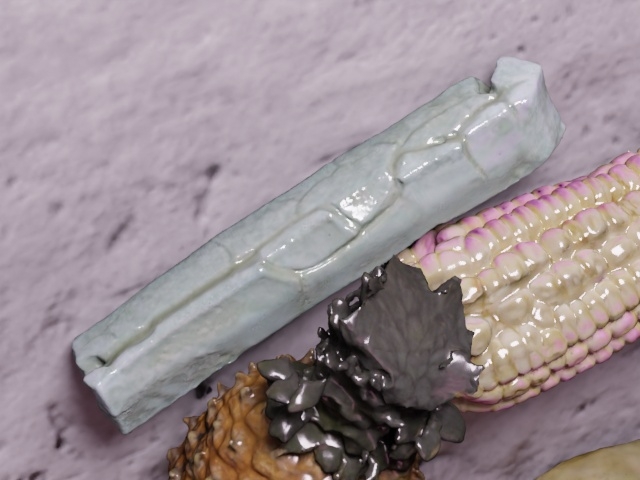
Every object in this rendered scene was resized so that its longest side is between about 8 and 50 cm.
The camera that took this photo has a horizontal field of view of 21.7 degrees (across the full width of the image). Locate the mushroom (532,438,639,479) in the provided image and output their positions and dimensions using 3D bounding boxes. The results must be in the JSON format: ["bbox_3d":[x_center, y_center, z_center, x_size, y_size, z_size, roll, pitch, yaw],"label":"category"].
[{"bbox_3d":[0.293,0.276,1.211,0.292,0.217,0.212,35,99,-34],"label":"mushroom"}]

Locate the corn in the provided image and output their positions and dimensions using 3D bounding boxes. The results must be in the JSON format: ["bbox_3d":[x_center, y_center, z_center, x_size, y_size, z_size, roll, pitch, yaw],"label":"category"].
[{"bbox_3d":[0.199,0.004,1.069,0.335,0.127,0.127,-22,125,-10],"label":"corn"}]

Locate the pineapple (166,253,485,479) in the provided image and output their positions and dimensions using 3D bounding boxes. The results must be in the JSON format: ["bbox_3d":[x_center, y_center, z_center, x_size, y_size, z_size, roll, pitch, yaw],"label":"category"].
[{"bbox_3d":[0.012,0.107,0.989,0.157,0.158,0.279,6,142,-25],"label":"pineapple"}]

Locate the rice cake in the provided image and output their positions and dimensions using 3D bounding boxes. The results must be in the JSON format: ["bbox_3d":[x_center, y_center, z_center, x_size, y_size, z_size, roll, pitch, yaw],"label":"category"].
[{"bbox_3d":[0.000,0.000,1.020,0.336,0.063,0.066,-35,133,0],"label":"rice cake"}]
